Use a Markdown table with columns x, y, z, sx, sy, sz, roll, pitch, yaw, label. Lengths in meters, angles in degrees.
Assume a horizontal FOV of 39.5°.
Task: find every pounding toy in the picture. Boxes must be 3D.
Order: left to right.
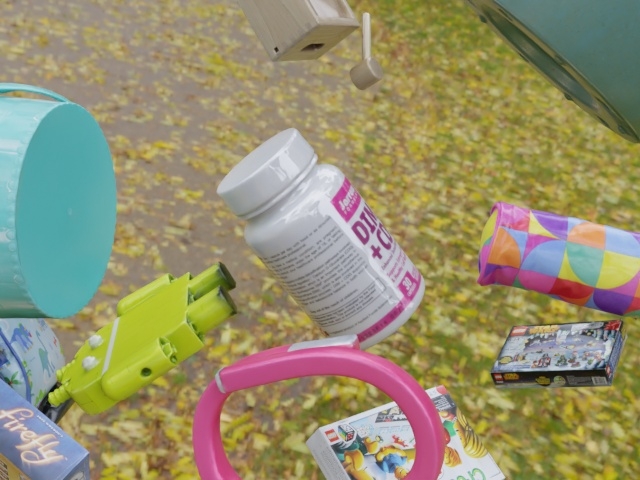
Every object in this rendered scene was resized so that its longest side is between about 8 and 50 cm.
| x | y | z | sx | sy | sz | roll | pitch | yaw | label |
| --- | --- | --- | --- | --- | --- | --- | --- | --- | --- |
| -0.007 | -0.276 | 1.173 | 0.206 | 0.094 | 0.181 | 60 | 29 | 3 | pounding toy |

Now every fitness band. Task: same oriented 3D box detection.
| x | y | z | sx | sy | sz | roll | pitch | yaw | label |
| --- | --- | --- | --- | --- | --- | --- | --- | --- | --- |
| -0.009 | 0.216 | 0.962 | 0.290 | 0.209 | 0.054 | -14 | 7 | 23 | fitness band |

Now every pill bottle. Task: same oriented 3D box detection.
| x | y | z | sx | sy | sz | roll | pitch | yaw | label |
| --- | --- | --- | --- | --- | --- | --- | --- | --- | --- |
| 0.000 | 0.000 | 1.196 | 0.283 | 0.160 | 0.160 | 51 | 16 | -17 | pill bottle |

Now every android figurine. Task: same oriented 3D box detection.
| x | y | z | sx | sy | sz | roll | pitch | yaw | label |
| --- | --- | --- | --- | --- | --- | --- | --- | --- | --- |
| -0.233 | 0.128 | 1.159 | 0.272 | 0.056 | 0.248 | -31 | 21 | 6 | android figurine |

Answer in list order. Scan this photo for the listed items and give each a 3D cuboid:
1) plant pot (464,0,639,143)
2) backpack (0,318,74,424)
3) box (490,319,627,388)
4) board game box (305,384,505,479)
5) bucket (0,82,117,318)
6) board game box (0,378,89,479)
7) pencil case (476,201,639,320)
| x | y | z | sx | sy | sz | roll | pitch | yaw | label |
| --- | --- | --- | --- | --- | --- | --- | --- | --- | --- |
| 0.226 | -0.210 | 0.595 | 0.293 | 0.235 | 0.293 | 39 | 13 | -11 | plant pot |
| -0.530 | 0.163 | 1.335 | 0.355 | 0.273 | 0.290 | 41 | 4 | -5 | backpack |
| 0.275 | 0.132 | 1.031 | 0.137 | 0.027 | 0.094 | -8 | 26 | 34 | box |
| 0.143 | 0.358 | 1.448 | 0.305 | 0.053 | 0.193 | -9 | 56 | -43 | board game box |
| -0.360 | -0.038 | 0.996 | 0.183 | 0.281 | 0.281 | 4 | 22 | 11 | bucket |
| -0.260 | 0.187 | 0.722 | 0.165 | 0.243 | 0.042 | 35 | 53 | 13 | board game box |
| 0.290 | 0.030 | 0.976 | 0.236 | 0.105 | 0.104 | 16 | 23 | 4 | pencil case |
